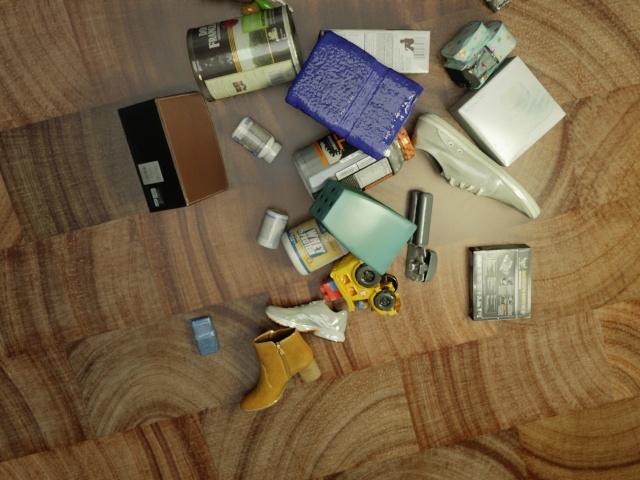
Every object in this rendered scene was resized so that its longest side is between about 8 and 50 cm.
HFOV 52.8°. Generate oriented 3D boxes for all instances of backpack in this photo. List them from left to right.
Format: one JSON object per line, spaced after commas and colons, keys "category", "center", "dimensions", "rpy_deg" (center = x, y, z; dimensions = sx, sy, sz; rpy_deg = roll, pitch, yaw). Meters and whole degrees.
{"category": "backpack", "center": [0.445, -0.536, 1.812], "dimensions": [0.188, 0.166, 0.144], "rpy_deg": [-39, 110, 3]}

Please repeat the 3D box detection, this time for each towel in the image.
{"category": "towel", "center": [-0.360, 0.297, 2.016], "dimensions": [0.067, 0.029, 0.119], "rpy_deg": [-13, 101, 0]}
{"category": "towel", "center": [0.087, -0.382, 1.703], "dimensions": [0.308, 0.076, 0.227], "rpy_deg": [32, 93, -3]}

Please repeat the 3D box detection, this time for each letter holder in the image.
{"category": "letter holder", "center": [-0.412, -0.259, 1.854], "dimensions": [0.152, 0.214, 0.301], "rpy_deg": [-7, 105, 31]}

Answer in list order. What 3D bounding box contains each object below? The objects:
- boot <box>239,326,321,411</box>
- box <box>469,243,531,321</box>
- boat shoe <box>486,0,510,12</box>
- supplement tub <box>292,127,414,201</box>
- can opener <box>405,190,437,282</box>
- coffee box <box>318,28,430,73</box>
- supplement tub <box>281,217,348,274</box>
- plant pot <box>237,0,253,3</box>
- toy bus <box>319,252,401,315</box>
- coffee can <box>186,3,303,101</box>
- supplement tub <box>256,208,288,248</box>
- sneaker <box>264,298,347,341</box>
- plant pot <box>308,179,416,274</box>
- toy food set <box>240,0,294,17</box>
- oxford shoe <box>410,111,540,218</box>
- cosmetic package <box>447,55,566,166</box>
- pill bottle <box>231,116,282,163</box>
{"category": "boot", "center": [-0.162, 0.388, 1.978], "dimensions": [0.295, 0.104, 0.211], "rpy_deg": [-28, 116, 6]}
{"category": "box", "center": [0.559, 0.131, 2.009], "dimensions": [0.183, 0.056, 0.230], "rpy_deg": [-4, 102, -2]}
{"category": "boat shoe", "center": [0.581, -0.717, 1.828], "dimensions": [0.229, 0.080, 0.076], "rpy_deg": [-25, 108, 4]}
{"category": "supplement tub", "center": [0.095, -0.233, 1.845], "dimensions": [0.316, 0.193, 0.193], "rpy_deg": [-28, 101, 2]}
{"category": "can opener", "center": [0.315, -0.010, 1.975], "dimensions": [0.095, 0.076, 0.283], "rpy_deg": [-3, 103, -35]}
{"category": "coffee box", "center": [0.141, -0.521, 1.801], "dimensions": [0.298, 0.168, 0.118], "rpy_deg": [0, 102, -2]}
{"category": "supplement tub", "center": [0.000, 0.000, 1.912], "dimensions": [0.200, 0.144, 0.144], "rpy_deg": [-28, 101, 3]}
{"category": "plant pot", "center": [-0.250, -0.723, 1.741], "dimensions": [0.165, 0.167, 0.166], "rpy_deg": [15, 100, -5]}
{"category": "toy bus", "center": [0.116, 0.144, 1.957], "dimensions": [0.212, 0.149, 0.220], "rpy_deg": [-27, 104, 16]}
{"category": "coffee can", "center": [-0.199, -0.508, 1.757], "dimensions": [0.276, 0.201, 0.201], "rpy_deg": [-12, 102, 6]}
{"category": "supplement tub", "center": [-0.144, -0.036, 1.936], "dimensions": [0.071, 0.071, 0.107], "rpy_deg": [19, 100, -6]}
{"category": "sneaker", "center": [-0.041, 0.228, 1.996], "dimensions": [0.263, 0.099, 0.120], "rpy_deg": [17, 79, -3]}
{"category": "plant pot", "center": [0.098, -0.054, 1.746], "dimensions": [0.234, 0.166, 0.165], "rpy_deg": [33, 96, -29]}
{"category": "toy food set", "center": [-0.173, -0.618, 1.832], "dimensions": [0.132, 0.038, 0.192], "rpy_deg": [35, 98, -9]}
{"category": "oxford shoe", "center": [0.441, -0.195, 1.884], "dimensions": [0.449, 0.169, 0.130], "rpy_deg": [37, 93, -2]}
{"category": "cosmetic package", "center": [0.534, -0.372, 1.866], "dimensions": [0.224, 0.138, 0.224], "rpy_deg": [-43, 99, 6]}
{"category": "pill bottle", "center": [-0.184, -0.290, 1.878], "dimensions": [0.137, 0.078, 0.078], "rpy_deg": [37, 98, -9]}
